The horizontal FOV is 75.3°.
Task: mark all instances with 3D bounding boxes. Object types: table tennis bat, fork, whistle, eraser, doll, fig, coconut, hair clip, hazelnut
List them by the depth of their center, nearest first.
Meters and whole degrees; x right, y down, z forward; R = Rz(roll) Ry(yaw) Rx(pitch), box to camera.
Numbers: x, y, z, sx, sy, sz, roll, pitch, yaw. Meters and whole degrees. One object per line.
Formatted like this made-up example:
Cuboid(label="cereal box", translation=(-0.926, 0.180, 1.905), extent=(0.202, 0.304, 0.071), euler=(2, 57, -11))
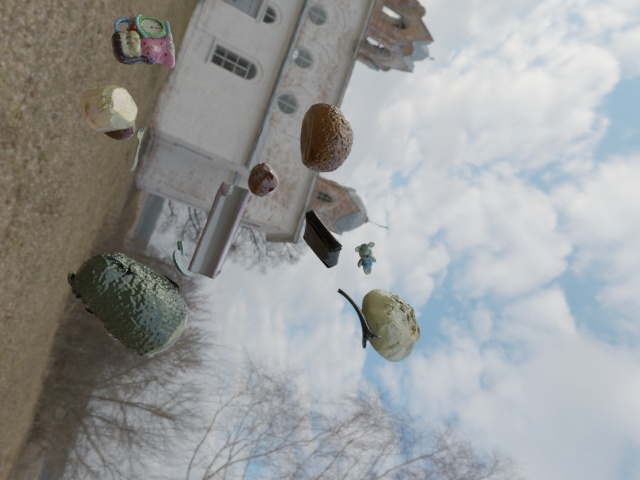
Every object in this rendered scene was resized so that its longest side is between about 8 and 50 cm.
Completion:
Cuboid(label="coconut", translation=(-0.567, -0.349, 1.100), extent=(0.122, 0.116, 0.116), euler=(-4, -122, 20))
Cuboid(label="doll", translation=(-0.569, 0.184, 1.238), extent=(0.247, 0.349, 0.247), euler=(-27, -151, 16))
Cuboid(label="hair clip", translation=(0.124, 0.250, 1.406), extent=(0.070, 0.039, 0.229), euler=(-34, -124, 8))
Cuboid(label="eraser", translation=(-0.390, -0.047, 1.637), extent=(0.272, 0.122, 0.359), euler=(-147, -102, -83))
Cuboid(label="fig", translation=(-0.835, -0.515, 1.775), extent=(0.201, 0.146, 0.134), euler=(-58, 177, -49))
Cuboid(label="fork", translation=(-0.787, -0.397, 1.788), extent=(0.219, 0.028, 0.034), euler=(-63, 174, 21))
Cuboid(label="hazelnut", translation=(-0.263, -0.275, 1.877), extent=(0.154, 0.143, 0.143), euler=(-53, -168, -28))
Cuboid(label="table tennis bat", translation=(-0.725, 0.090, 2.175), extent=(0.038, 0.149, 0.237), euler=(-29, -132, 6))
Cuboid(label="whistle", translation=(0.248, 0.104, 2.232), extent=(0.077, 0.114, 0.236), euler=(-116, -170, -47))

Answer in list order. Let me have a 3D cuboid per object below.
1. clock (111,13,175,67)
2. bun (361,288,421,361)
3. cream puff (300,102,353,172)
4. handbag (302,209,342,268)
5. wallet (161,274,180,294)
Cuboid(label="clock", translation=(-0.614, -0.684, 1.426), extent=(0.100, 0.195, 0.194), euler=(-46, -122, 58))
Cuboid(label="bun", translation=(0.267, 0.295, 1.505), extent=(0.146, 0.287, 0.287), euler=(-30, -139, 32))
Cuboid(label="cream puff", translation=(0.029, -0.421, 1.738), extent=(0.303, 0.212, 0.303), euler=(-173, -90, -75))
Cuboid(label="handbag", translation=(0.000, 0.000, 1.943), extent=(0.247, 0.080, 0.223), euler=(51, -18, 21))
Cuboid(label="wallet", translation=(-0.686, 0.255, 1.900), extent=(0.031, 0.110, 0.198), euler=(-40, 151, -45))
